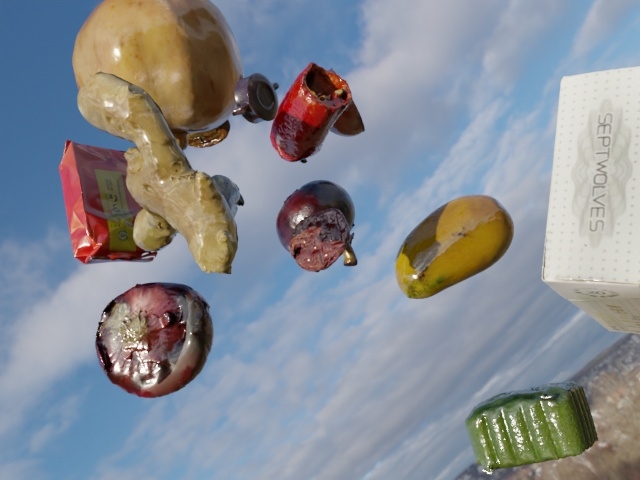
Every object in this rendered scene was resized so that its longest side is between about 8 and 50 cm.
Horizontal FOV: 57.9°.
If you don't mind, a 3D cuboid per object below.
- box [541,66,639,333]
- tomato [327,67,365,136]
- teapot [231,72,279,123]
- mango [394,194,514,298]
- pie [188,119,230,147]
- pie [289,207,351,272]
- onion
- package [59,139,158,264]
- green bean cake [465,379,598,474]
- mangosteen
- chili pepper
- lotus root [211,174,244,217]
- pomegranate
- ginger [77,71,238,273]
[{"bbox_3d":[0.345,-0.020,0.648,0.330,0.095,0.210,25,-109,-52],"label":"box"},{"bbox_3d":[0.041,-0.420,1.819,0.112,0.228,0.199,-30,-28,-2],"label":"tomato"},{"bbox_3d":[-0.092,-0.200,0.815,0.100,0.045,0.068,-53,-52,-47],"label":"teapot"},{"bbox_3d":[0.306,0.016,1.365,0.317,0.211,0.173,-35,-64,-7],"label":"mango"},{"bbox_3d":[-0.338,-0.318,1.720,0.191,0.033,0.088,-19,-47,27],"label":"pie"},{"bbox_3d":[0.000,0.000,1.284,0.153,0.153,0.038,-43,-36,4],"label":"pie"},{"bbox_3d":[-0.355,0.223,1.312,0.272,0.272,0.195,-39,-23,-4],"label":"onion"},{"bbox_3d":[-0.579,-0.091,1.565,0.196,0.423,0.123,5,-41,-41],"label":"package"},{"bbox_3d":[0.480,0.418,1.324,0.250,0.156,0.247,-22,-18,29],"label":"green bean cake"},{"bbox_3d":[0.013,-0.034,1.570,0.235,0.261,0.235,-46,-3,-3],"label":"mangosteen"},{"bbox_3d":[-0.053,-0.253,1.358,0.338,0.134,0.131,-48,16,58],"label":"chili pepper"},{"bbox_3d":[-0.344,-0.105,1.882,0.173,0.173,0.309,-54,13,25],"label":"lotus root"},{"bbox_3d":[-0.377,-0.399,1.393,0.411,0.411,0.411,-32,-27,-18],"label":"pomegranate"},{"bbox_3d":[-0.274,-0.116,1.025,0.122,0.348,0.363,-27,-60,-43],"label":"ginger"}]
